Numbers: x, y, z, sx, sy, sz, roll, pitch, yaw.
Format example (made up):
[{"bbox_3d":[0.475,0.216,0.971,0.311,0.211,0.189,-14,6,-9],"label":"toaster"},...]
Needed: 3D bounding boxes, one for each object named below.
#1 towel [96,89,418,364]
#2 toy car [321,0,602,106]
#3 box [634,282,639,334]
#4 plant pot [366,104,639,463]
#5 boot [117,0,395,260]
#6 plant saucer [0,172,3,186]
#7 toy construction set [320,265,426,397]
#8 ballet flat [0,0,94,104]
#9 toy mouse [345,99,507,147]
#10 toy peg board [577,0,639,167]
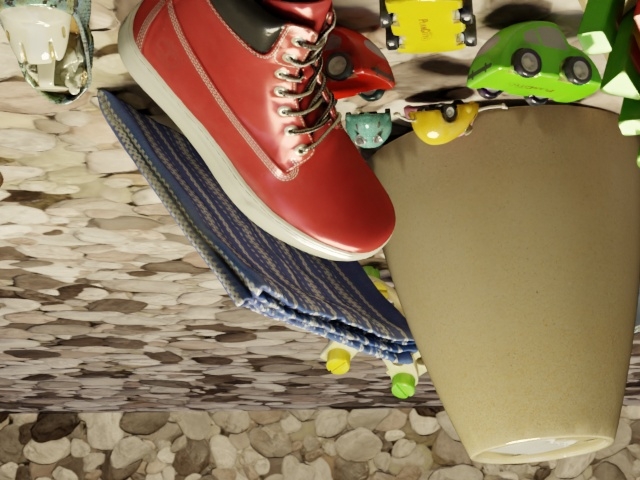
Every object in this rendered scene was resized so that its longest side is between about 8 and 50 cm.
[{"bbox_3d":[-0.042,-0.007,1.358,0.040,0.243,0.336,-44,153,11],"label":"towel"},{"bbox_3d":[0.099,-0.139,1.102,0.225,0.053,0.239,6,166,-25],"label":"toy car"},{"bbox_3d":[0.306,0.052,1.664,0.183,0.059,0.233,-17,155,-13],"label":"box"},{"bbox_3d":[0.178,0.054,1.377,0.256,0.274,0.256,-5,163,-1],"label":"plant pot"},{"bbox_3d":[-0.009,-0.091,1.031,0.244,0.088,0.176,45,147,-15],"label":"boot"},{"bbox_3d":[-0.411,-0.049,1.503,0.198,0.036,0.198,-1,166,0],"label":"plant saucer"},{"bbox_3d":[0.147,0.080,1.855,0.215,0.151,0.327,35,143,-24],"label":"toy construction set"},{"bbox_3d":[-0.188,-0.142,1.061,0.070,0.070,0.188,-1,166,2],"label":"ballet flat"},{"bbox_3d":[0.074,-0.095,1.264,0.161,0.031,0.143,-11,-172,-39],"label":"toy mouse"},{"bbox_3d":[0.249,-0.119,0.976,0.160,0.079,0.161,-7,134,32],"label":"toy peg board"}]
